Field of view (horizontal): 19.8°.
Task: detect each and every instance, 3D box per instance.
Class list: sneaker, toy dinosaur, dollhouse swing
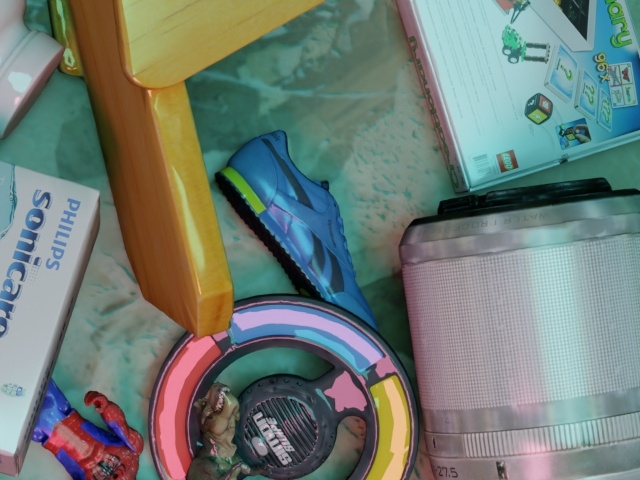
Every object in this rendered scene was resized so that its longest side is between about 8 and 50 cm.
[{"bbox_3d":[0.000,0.000,1.577,0.082,0.069,0.209,-37,96,-16],"label":"sneaker"},{"bbox_3d":[-0.078,0.247,1.515,0.118,0.064,0.268,22,105,21],"label":"toy dinosaur"},{"bbox_3d":[-0.052,-0.142,1.437,0.315,0.347,0.305,-31,103,-12],"label":"dollhouse swing"}]

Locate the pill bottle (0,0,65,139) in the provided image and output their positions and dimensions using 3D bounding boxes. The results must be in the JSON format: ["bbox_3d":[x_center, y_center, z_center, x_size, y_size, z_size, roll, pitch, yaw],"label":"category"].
[{"bbox_3d":[-0.338,-0.191,1.465,0.264,0.146,0.146,35,81,-4],"label":"pill bottle"}]

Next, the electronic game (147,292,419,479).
[{"bbox_3d":[-0.031,0.157,1.543,0.229,0.048,0.229,1,100,4],"label":"electronic game"}]

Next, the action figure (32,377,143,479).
[{"bbox_3d":[-0.229,0.139,1.492,0.280,0.139,0.091,41,81,-10],"label":"action figure"}]

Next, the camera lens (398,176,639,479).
[{"bbox_3d":[0.187,0.092,1.534,0.219,0.219,0.274,-8,89,-12],"label":"camera lens"}]

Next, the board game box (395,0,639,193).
[{"bbox_3d":[0.169,-0.213,1.628,0.193,0.053,0.305,-17,91,-11],"label":"board game box"}]

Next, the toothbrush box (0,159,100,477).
[{"bbox_3d":[-0.338,0.032,1.404,0.296,0.126,0.216,16,74,-3],"label":"toothbrush box"}]
